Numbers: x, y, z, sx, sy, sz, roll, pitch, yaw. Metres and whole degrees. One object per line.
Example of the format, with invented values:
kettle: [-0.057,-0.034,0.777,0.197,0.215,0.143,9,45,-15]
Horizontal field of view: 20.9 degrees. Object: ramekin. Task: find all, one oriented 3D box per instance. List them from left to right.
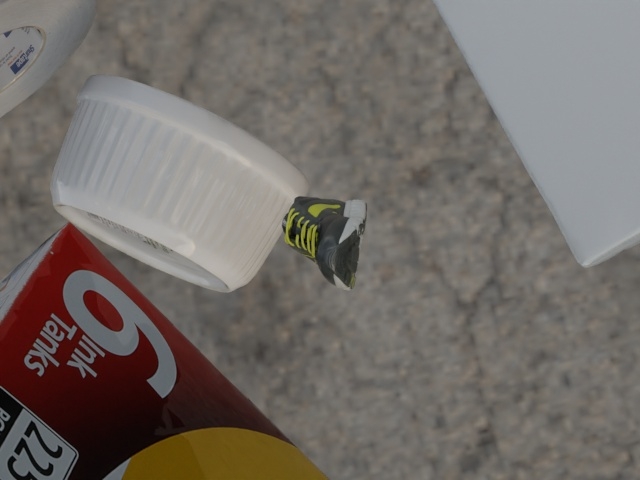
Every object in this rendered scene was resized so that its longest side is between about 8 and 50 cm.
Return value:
ramekin: [-0.123,-0.040,1.430,0.207,0.207,0.109,15,76,49]

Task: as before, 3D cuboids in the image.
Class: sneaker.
sneaker: [0.000,0.000,0.732,0.083,0.035,0.031,-74,-6,-80]

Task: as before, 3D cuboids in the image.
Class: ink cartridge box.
ink cartridge box: [-0.084,0.188,0.645,0.130,0.309,0.272,-37,107,26]

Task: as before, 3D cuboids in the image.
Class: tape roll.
tape roll: [-0.289,-0.162,1.406,0.072,0.219,0.219,52,136,10]

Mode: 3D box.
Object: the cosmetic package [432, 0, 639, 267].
cosmetic package: [0.116,-0.117,0.760,0.117,0.085,0.231,-30,84,23]
